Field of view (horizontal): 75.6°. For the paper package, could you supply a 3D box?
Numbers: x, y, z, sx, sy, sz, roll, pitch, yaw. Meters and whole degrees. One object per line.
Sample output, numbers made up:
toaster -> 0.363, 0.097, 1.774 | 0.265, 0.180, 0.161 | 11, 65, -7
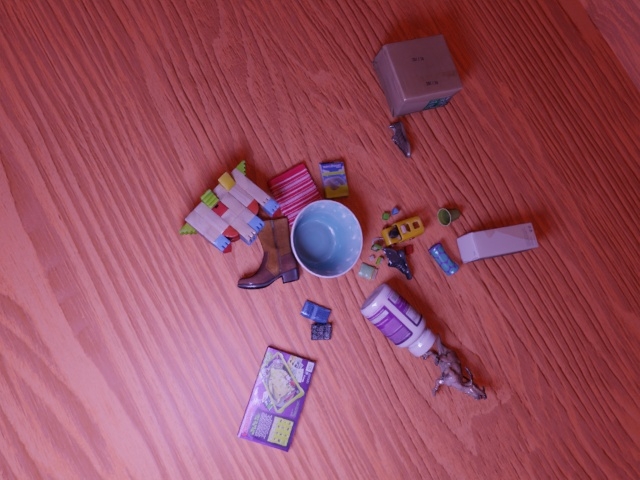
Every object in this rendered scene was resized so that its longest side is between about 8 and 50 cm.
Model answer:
paper package -> 0.459, -0.783, 1.967 | 0.324, 0.168, 0.310 | -17, 84, -14

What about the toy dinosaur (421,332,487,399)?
toy dinosaur -> 0.561, 0.538, 1.748 | 0.200, 0.127, 0.296 | -6, 68, -20

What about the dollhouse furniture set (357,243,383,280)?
dollhouse furniture set -> 0.226, 0.095, 1.798 | 0.076, 0.058, 0.152 | 23, 75, -5

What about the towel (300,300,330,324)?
towel -> -0.020, 0.304, 1.723 | 0.119, 0.029, 0.067 | 24, 76, -6

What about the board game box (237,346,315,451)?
board game box -> -0.170, 0.619, 1.623 | 0.208, 0.056, 0.347 | 22, 75, -10

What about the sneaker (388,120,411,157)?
sneaker -> 0.375, -0.470, 1.950 | 0.071, 0.066, 0.189 | -14, 76, 4

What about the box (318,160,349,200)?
box -> 0.060, -0.276, 1.851 | 0.108, 0.042, 0.178 | -9, 81, -13

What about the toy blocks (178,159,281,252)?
toy blocks -> -0.338, -0.093, 1.651 | 0.261, 0.191, 0.381 | 40, 74, 2

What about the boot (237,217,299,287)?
boot -> -0.234, 0.051, 1.701 | 0.263, 0.096, 0.281 | -12, 80, -11

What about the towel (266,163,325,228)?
towel -> -0.090, -0.184, 1.809 | 0.198, 0.031, 0.275 | -28, 85, -14

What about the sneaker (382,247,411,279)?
sneaker -> 0.338, 0.104, 1.824 | 0.089, 0.051, 0.170 | -18, 96, 4

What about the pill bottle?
pill bottle -> 0.327, 0.335, 1.714 | 0.301, 0.169, 0.169 | 43, 74, 0

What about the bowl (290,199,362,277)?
bowl -> 0.000, 0.000, 1.703 | 0.311, 0.163, 0.312 | 3, 83, -23

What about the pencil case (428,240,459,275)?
pencil case -> 0.558, 0.083, 1.863 | 0.070, 0.064, 0.152 | -38, 88, 0

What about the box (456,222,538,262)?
box -> 0.805, 0.012, 1.885 | 0.310, 0.148, 0.121 | -9, 79, -14

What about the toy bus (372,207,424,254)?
toy bus -> 0.357, -0.041, 1.828 | 0.190, 0.104, 0.202 | 24, 75, -5

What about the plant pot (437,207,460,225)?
plant pot -> 0.601, -0.116, 1.910 | 0.079, 0.083, 0.083 | -16, 82, -25

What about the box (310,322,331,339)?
box -> 0.003, 0.378, 1.706 | 0.083, 0.018, 0.067 | 0, 101, -11
